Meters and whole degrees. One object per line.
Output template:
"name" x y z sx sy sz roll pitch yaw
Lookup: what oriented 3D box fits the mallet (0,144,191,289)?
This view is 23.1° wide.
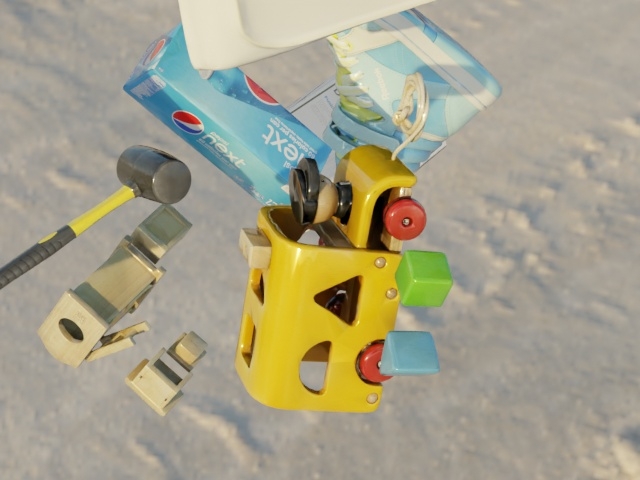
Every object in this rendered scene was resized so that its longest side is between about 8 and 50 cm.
"mallet" -0.177 -0.009 1.176 0.062 0.039 0.189 14 45 45

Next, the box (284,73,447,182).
"box" 0.019 -0.132 2.183 0.087 0.290 0.169 -39 98 -42

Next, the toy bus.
"toy bus" 0.000 0.013 1.030 0.104 0.191 0.202 3 63 -18

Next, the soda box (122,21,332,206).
"soda box" -0.093 -0.123 1.593 0.210 0.067 0.071 40 57 -21

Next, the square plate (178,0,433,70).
"square plate" 0.043 -0.274 1.244 0.344 0.347 0.049 -19 61 -6

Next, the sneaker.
"sneaker" 0.041 -0.184 1.788 0.319 0.208 0.127 33 15 -30

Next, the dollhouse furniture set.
"dollhouse furniture set" -0.178 0.083 1.676 0.161 0.101 0.182 43 47 1
